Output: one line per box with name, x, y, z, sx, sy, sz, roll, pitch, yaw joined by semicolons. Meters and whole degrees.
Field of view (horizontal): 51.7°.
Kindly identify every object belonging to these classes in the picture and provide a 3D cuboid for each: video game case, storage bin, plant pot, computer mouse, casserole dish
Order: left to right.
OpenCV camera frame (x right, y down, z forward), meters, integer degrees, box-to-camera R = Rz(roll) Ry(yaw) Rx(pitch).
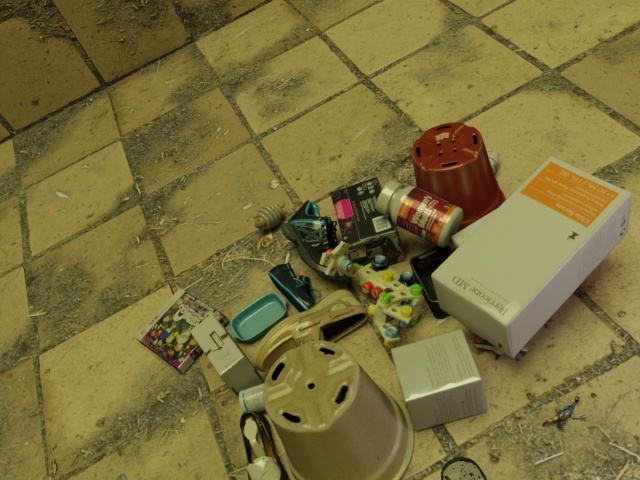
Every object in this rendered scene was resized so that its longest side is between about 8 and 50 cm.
video game case;-0.427;0.272;2.029;0.232;0.042;0.210;24;64;38
casserole dish;-0.179;0.233;1.960;0.188;0.037;0.114;-35;46;-8
plant pot;0.024;0.401;1.526;0.333;0.306;0.334;-12;46;13
storage bin;0.333;0.110;1.813;0.122;0.084;0.180;-24;44;2
plant pot;0.389;-0.181;1.926;0.272;0.265;0.273;-13;46;13
computer mouse;0.303;0.607;1.394;0.184;0.060;0.262;-25;56;-5

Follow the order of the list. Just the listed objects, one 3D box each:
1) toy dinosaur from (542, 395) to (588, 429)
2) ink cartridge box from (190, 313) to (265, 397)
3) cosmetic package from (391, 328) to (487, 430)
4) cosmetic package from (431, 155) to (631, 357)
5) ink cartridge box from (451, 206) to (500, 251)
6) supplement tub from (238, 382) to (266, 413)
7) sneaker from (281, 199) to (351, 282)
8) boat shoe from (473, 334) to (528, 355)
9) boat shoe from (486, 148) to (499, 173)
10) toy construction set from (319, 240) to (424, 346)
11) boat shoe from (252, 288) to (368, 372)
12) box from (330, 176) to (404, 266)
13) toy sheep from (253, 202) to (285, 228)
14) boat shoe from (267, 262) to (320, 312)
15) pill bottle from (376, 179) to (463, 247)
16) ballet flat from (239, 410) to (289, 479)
toy dinosaur;0.555;0.384;1.498;0.090;0.047;0.082;0;31;37
ink cartridge box;-0.259;0.322;1.834;0.086;0.148;0.203;-38;45;-10
cosmetic package;0.281;0.334;1.578;0.183;0.152;0.151;-17;45;5
cosmetic package;0.507;0.029;1.583;0.453;0.162;0.230;-43;51;-14
ink cartridge box;0.555;0.030;1.756;0.309;0.130;0.272;-30;47;-4
supplement tub;-0.157;0.418;1.756;0.107;0.071;0.071;-19;45;7
sneaker;0.000;0.000;2.003;0.140;0.125;0.341;-55;46;12
boat shoe;0.449;0.264;1.652;0.136;0.049;0.043;15;99;30
boat shoe;0.437;-0.271;2.110;0.267;0.096;0.088;10;51;29
toy construction set;0.149;0.131;1.800;0.215;0.151;0.327;-26;57;-36
boat shoe;-0.028;0.261;1.807;0.341;0.122;0.110;-34;46;-12
box;0.143;-0.044;1.998;0.163;0.142;0.247;-18;46;6
toy sheep;-0.170;-0.086;2.216;0.091;0.091;0.132;23;57;37
boat shoe;-0.067;0.133;1.955;0.089;0.109;0.258;-34;47;-13
pill bottle;0.273;-0.078;1.835;0.221;0.121;0.121;28;64;22
ballet flat;-0.150;0.539;1.625;0.095;0.096;0.280;-28;45;-2
